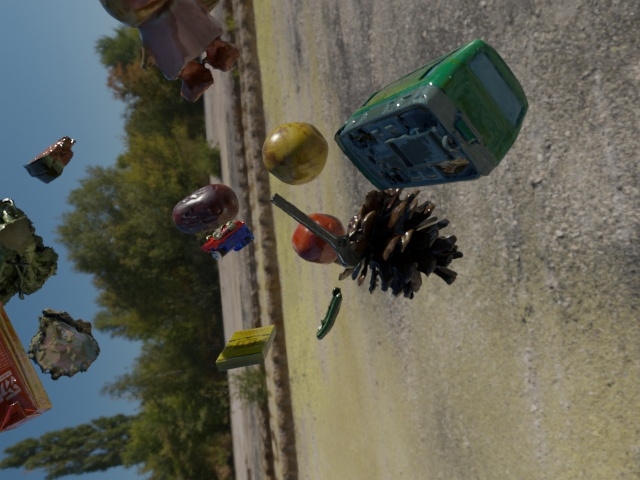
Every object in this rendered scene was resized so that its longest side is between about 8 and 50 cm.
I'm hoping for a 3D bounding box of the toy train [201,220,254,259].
[{"bbox_3d":[-0.386,0.001,2.028,0.082,0.204,0.131,-21,107,46],"label":"toy train"}]

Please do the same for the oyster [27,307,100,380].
[{"bbox_3d":[-0.808,0.324,1.508,0.092,0.198,0.260,-126,20,-45],"label":"oyster"}]

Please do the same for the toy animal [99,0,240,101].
[{"bbox_3d":[-0.282,-0.407,0.852,0.169,0.195,0.281,30,166,46],"label":"toy animal"}]

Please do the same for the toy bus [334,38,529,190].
[{"bbox_3d":[0.194,-0.218,0.884,0.183,0.199,0.343,45,166,-19],"label":"toy bus"}]

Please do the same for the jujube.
[{"bbox_3d":[-0.554,-0.151,2.353,0.223,0.317,0.223,-21,-90,-84],"label":"jujube"}]

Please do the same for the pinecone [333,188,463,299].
[{"bbox_3d":[0.244,0.026,1.441,0.384,0.383,0.385,176,90,-75],"label":"pinecone"}]

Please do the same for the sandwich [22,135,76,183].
[{"bbox_3d":[-0.838,-0.241,1.503,0.234,0.159,0.079,-8,129,40],"label":"sandwich"}]

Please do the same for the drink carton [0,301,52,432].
[{"bbox_3d":[-0.554,0.211,0.833,0.223,0.070,0.096,58,159,7],"label":"drink carton"}]

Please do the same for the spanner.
[{"bbox_3d":[-0.005,-0.023,1.222,0.026,0.325,0.093,-18,49,42],"label":"spanner"}]

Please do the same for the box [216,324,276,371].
[{"bbox_3d":[-0.244,0.359,1.640,0.279,0.152,0.041,-72,-28,-81],"label":"box"}]

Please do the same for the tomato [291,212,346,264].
[{"bbox_3d":[0.002,-0.003,2.010,0.189,0.231,0.232,-107,19,-48],"label":"tomato"}]

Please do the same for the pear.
[{"bbox_3d":[-0.102,-0.368,2.044,0.280,0.280,0.281,176,90,-75],"label":"pear"}]

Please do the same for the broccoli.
[{"bbox_3d":[-0.884,0.039,1.324,0.304,0.283,0.321,50,-141,-25],"label":"broccoli"}]

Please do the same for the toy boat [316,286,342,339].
[{"bbox_3d":[0.036,0.273,1.793,0.104,0.052,0.211,-110,42,-80],"label":"toy boat"}]
